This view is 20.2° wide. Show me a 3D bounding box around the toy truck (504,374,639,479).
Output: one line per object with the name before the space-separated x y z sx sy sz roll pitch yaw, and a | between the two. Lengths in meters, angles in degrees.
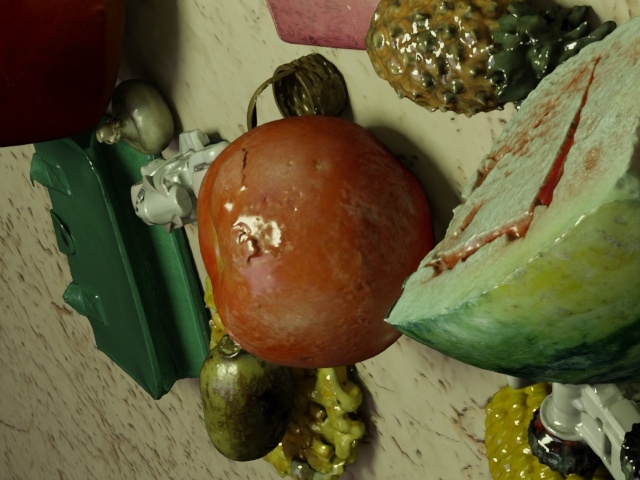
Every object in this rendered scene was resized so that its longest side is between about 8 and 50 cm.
toy truck | 0.217 0.123 1.246 0.286 0.111 0.136 54 159 41

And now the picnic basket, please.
picnic basket | -0.026 -0.115 1.521 0.072 0.083 0.072 44 148 36

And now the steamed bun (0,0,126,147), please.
steamed bun | -0.307 -0.236 1.727 0.379 0.235 0.248 100 159 -46

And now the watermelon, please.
watermelon | 0.199 -0.019 1.094 0.213 0.261 0.201 -35 51 55

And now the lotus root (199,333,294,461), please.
lotus root | -0.070 0.155 1.745 0.179 0.089 0.080 88 161 -44

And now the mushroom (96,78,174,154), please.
mushroom | -0.194 -0.120 1.841 0.085 0.079 0.085 46 156 27

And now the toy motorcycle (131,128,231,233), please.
toy motorcycle | -0.133 -0.047 1.765 0.254 0.112 0.112 -7 109 65

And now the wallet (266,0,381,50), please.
wallet | 0.015 -0.206 1.422 0.232 0.025 0.119 15 127 58

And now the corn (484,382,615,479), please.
corn | 0.207 0.246 1.302 0.363 0.120 0.120 -112 15 -45

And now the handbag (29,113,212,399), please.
handbag | -0.235 0.008 2.042 0.238 0.089 0.326 23 134 56

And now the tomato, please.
tomato | 0.000 0.000 1.468 0.208 0.184 0.208 173 90 -74

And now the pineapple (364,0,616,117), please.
pineapple | 0.125 -0.128 1.211 0.197 0.108 0.108 18 131 45

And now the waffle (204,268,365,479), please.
waffle | -0.045 0.129 1.838 0.262 0.060 0.280 61 154 11
